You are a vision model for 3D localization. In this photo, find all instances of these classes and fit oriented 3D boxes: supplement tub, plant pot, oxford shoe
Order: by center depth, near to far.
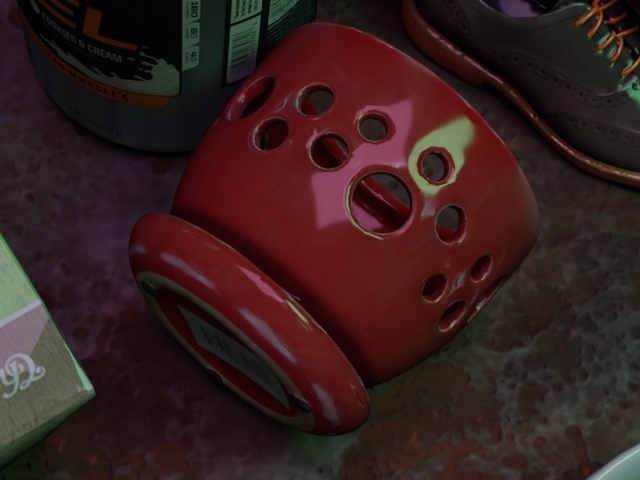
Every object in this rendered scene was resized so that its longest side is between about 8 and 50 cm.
[{"bbox_3d":[0.000,0.000,0.766,0.191,0.191,0.174,38,70,11],"label":"plant pot"},{"bbox_3d":[-0.088,-0.201,0.778,0.194,0.316,0.193,2,65,-5],"label":"supplement tub"},{"bbox_3d":[0.176,-0.118,0.888,0.271,0.098,0.097,29,66,7],"label":"oxford shoe"}]

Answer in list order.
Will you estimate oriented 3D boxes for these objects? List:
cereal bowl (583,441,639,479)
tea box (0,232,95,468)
[{"bbox_3d":[0.233,0.265,0.696,0.339,0.141,0.338,3,65,-6],"label":"cereal bowl"},{"bbox_3d":[-0.286,0.005,0.619,0.220,0.329,0.323,-32,88,-18],"label":"tea box"}]
